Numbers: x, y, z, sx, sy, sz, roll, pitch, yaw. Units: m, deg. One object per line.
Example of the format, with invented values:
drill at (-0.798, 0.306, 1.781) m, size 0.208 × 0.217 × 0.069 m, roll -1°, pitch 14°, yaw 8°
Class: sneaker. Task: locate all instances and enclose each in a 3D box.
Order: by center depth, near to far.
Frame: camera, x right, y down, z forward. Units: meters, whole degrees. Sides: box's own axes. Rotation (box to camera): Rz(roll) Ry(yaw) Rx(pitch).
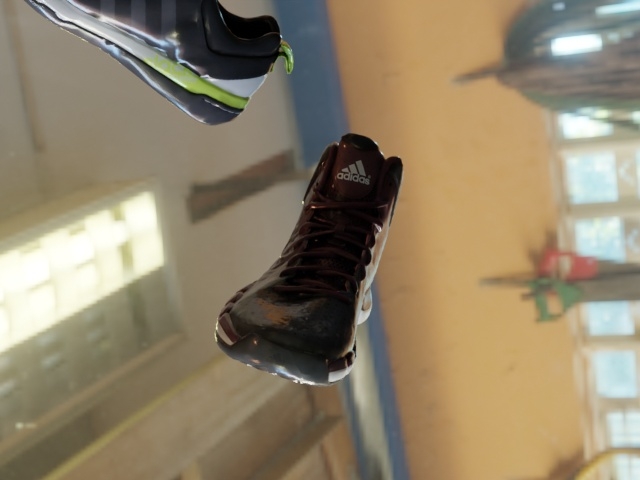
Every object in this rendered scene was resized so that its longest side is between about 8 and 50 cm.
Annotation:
sneaker at (-0.119, -0.174, 0.987) m, size 0.234 × 0.097 × 0.084 m, roll 34°, pitch -160°, yaw -28°
sneaker at (0.000, 0.000, 1.118) m, size 0.281 × 0.106 × 0.163 m, roll -60°, pitch -13°, yaw -76°
